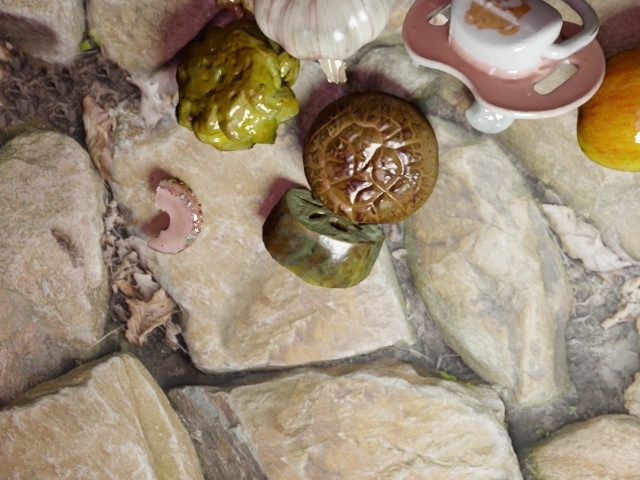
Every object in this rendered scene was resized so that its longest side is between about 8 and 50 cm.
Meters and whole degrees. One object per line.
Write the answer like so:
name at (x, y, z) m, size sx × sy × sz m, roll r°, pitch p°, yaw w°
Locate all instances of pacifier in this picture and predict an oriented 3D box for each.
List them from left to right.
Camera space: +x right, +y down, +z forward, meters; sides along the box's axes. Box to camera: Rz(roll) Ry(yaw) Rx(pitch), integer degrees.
pacifier at (0.283, -0.294, 1.187) m, size 0.332 × 0.220 × 0.273 m, roll 41°, pitch 122°, yaw 27°

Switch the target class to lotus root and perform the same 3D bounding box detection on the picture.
lotus root at (0.000, 0.000, 1.449) m, size 0.235 × 0.138 × 0.119 m, roll 26°, pitch 126°, yaw 1°

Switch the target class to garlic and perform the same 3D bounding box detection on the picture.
garlic at (0.016, -0.374, 1.271) m, size 0.245 × 0.245 × 0.253 m, roll 7°, pitch 145°, yaw 15°

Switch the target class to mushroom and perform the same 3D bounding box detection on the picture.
mushroom at (0.091, -0.147, 1.348) m, size 0.253 × 0.153 × 0.253 m, roll 3°, pitch 101°, yaw 13°

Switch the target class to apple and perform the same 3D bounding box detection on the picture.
apple at (0.492, -0.202, 1.174) m, size 0.196 × 0.196 × 0.196 m, roll 6°, pitch 112°, yaw 15°

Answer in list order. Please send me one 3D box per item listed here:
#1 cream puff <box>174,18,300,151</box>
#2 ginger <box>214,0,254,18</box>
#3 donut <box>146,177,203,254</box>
cream puff at (-0.148, -0.270, 1.345) m, size 0.244 × 0.196 × 0.244 m, roll -13°, pitch 74°, yaw 54°
ginger at (-0.178, -0.506, 1.343) m, size 0.193 × 0.052 × 0.176 m, roll 23°, pitch 121°, yaw 9°
donut at (-0.292, -0.044, 1.551) m, size 0.117 × 0.065 × 0.166 m, roll 20°, pitch 116°, yaw 11°
